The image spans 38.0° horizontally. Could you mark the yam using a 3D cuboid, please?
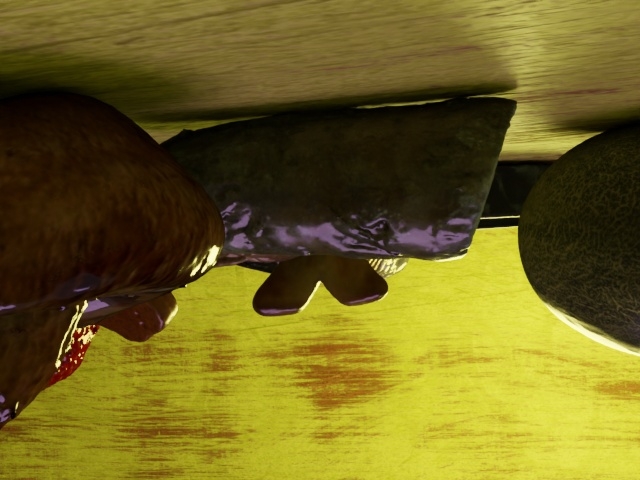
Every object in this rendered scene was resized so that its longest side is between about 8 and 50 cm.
[{"bbox_3d":[-0.005,-0.044,0.761,0.330,0.133,0.133,-2,178,10],"label":"yam"}]

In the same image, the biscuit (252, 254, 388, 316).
[{"bbox_3d":[-0.001,0.000,1.163,0.164,0.208,0.047,-8,140,9],"label":"biscuit"}]

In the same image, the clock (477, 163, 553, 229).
[{"bbox_3d":[0.212,-0.058,1.405,0.385,0.077,0.386,-3,178,0],"label":"clock"}]

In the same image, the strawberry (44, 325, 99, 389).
[{"bbox_3d":[-0.399,0.067,1.256,0.257,0.277,0.257,-7,176,0],"label":"strawberry"}]

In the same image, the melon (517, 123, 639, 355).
[{"bbox_3d":[0.341,0.000,0.950,0.248,0.249,0.329,-2,-179,-23],"label":"melon"}]

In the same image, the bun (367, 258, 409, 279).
[{"bbox_3d":[0.041,-0.004,1.693,0.243,0.153,0.244,4,159,1],"label":"bun"}]

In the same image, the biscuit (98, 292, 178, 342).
[{"bbox_3d":[-0.296,0.004,0.967,0.333,0.202,0.047,8,-137,27],"label":"biscuit"}]

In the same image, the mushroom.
[{"bbox_3d":[-0.217,0.009,0.622,0.283,0.195,0.263,-38,-173,-24],"label":"mushroom"}]

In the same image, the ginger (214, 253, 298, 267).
[{"bbox_3d":[-0.164,-0.023,1.075,0.353,0.126,0.190,-1,151,-11],"label":"ginger"}]

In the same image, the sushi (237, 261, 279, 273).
[{"bbox_3d":[-0.063,-0.018,1.360,0.126,0.136,0.225,-7,169,26],"label":"sushi"}]
